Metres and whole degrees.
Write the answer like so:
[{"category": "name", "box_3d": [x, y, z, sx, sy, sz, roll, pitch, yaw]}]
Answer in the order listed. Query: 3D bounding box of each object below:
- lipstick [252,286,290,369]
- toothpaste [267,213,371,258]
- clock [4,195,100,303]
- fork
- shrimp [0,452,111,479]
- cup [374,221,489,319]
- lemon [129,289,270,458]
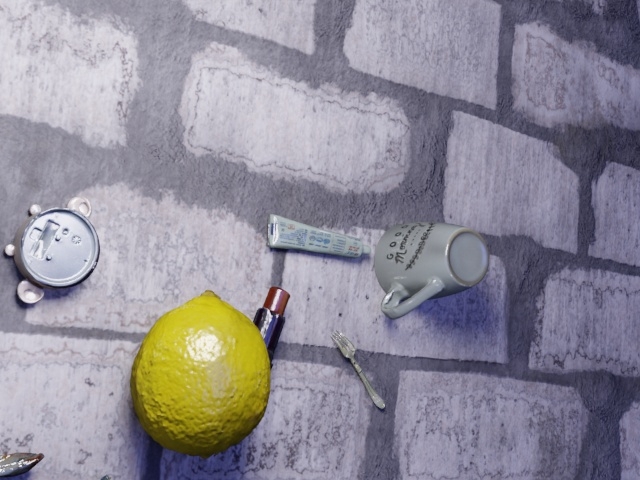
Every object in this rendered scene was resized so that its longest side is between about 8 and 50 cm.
[{"category": "lipstick", "box_3d": [-0.134, 0.240, 1.953, 0.081, 0.081, 0.300, 29, 71, -28]}, {"category": "toothpaste", "box_3d": [0.000, 0.001, 2.084, 0.268, 0.047, 0.069, 12, 98, -30]}, {"category": "clock", "box_3d": [-0.494, 0.014, 1.743, 0.155, 0.063, 0.229, 38, 65, -26]}, {"category": "fork", "box_3d": [0.090, 0.300, 2.129, 0.034, 0.028, 0.220, -41, 108, -33]}, {"category": "shrimp", "box_3d": [-0.545, 0.493, 1.666, 0.360, 0.085, 0.247, -22, 91, -30]}, {"category": "cup", "box_3d": [0.244, 0.074, 2.132, 0.186, 0.234, 0.258, 44, 66, -22]}, {"category": "lemon", "box_3d": [-0.230, 0.257, 1.781, 0.268, 0.268, 0.322, -4, 84, -34]}]
